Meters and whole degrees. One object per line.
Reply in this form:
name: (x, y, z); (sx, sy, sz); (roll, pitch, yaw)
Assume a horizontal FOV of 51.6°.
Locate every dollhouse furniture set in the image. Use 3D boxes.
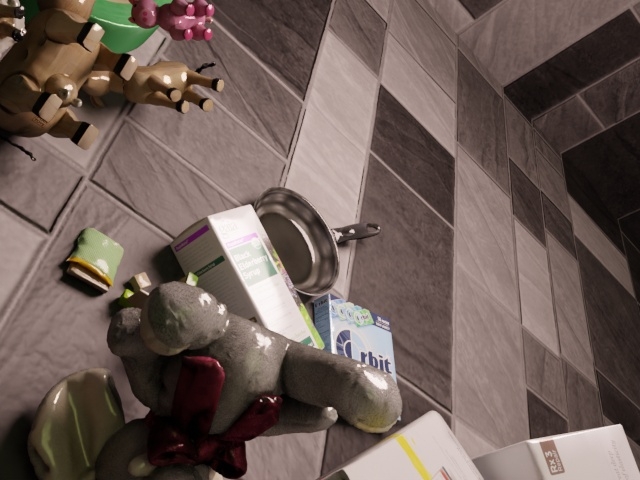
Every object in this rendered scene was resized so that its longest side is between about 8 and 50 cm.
dollhouse furniture set: (-0.235, 0.038, 0.835); (0.152, 0.059, 0.076); (37, 41, -29)

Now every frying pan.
frying pan: (-0.018, -0.023, 1.146); (0.197, 0.053, 0.326); (55, 34, -7)

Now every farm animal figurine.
farm animal figurine: (-0.300, -0.246, 0.839); (0.326, 0.172, 0.330); (-54, 150, -23)

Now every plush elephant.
plush elephant: (-0.137, 0.199, 0.691); (0.272, 0.330, 0.255); (29, 75, -28)

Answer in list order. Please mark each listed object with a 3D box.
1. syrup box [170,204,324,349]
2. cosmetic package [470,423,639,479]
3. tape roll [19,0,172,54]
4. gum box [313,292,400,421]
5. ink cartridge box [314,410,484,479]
syrup box: (-0.104, 0.076, 0.935); (0.093, 0.096, 0.236); (-23, 85, -54)
cosmetic package: (0.245, 0.392, 0.869); (0.156, 0.385, 0.217); (-1, 66, -26)
tape roll: (-0.370, -0.436, 0.994); (0.321, 0.077, 0.321); (30, 45, -34)
gum box: (0.059, 0.197, 1.091); (0.157, 0.041, 0.184); (26, 48, -37)
ink cartridge box: (0.007, 0.317, 0.623); (0.160, 0.279, 0.385); (58, 13, 18)
